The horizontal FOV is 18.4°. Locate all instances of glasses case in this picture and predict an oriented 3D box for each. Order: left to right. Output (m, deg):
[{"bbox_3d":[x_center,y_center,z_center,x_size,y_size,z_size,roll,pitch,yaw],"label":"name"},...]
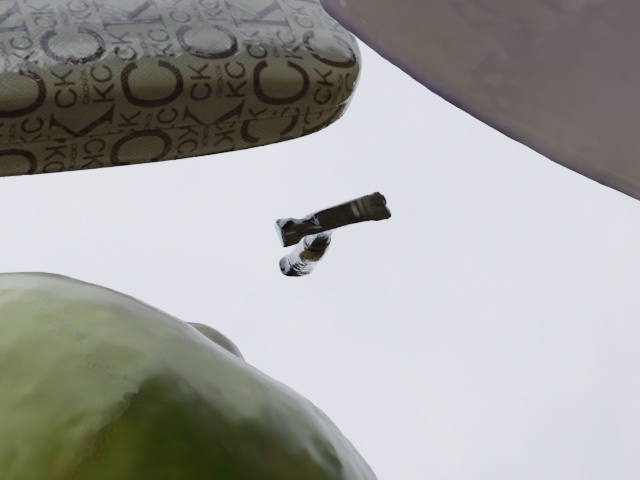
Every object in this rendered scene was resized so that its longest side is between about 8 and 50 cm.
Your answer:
[{"bbox_3d":[-0.145,-0.106,1.179,0.355,0.137,0.085,-7,-45,-25],"label":"glasses case"}]

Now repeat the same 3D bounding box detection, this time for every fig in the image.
[{"bbox_3d":[-0.106,0.180,0.727,0.258,0.258,0.326,36,-114,-58],"label":"fig"}]

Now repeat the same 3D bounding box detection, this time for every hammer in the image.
[{"bbox_3d":[0.000,0.000,1.363,0.078,0.021,0.201,-17,-7,-9],"label":"hammer"}]

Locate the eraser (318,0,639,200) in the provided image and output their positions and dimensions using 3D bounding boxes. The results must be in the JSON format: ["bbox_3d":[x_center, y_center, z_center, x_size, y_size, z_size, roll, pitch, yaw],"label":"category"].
[{"bbox_3d":[0.112,-0.085,0.589,0.204,0.243,0.059,78,-149,-41],"label":"eraser"}]
